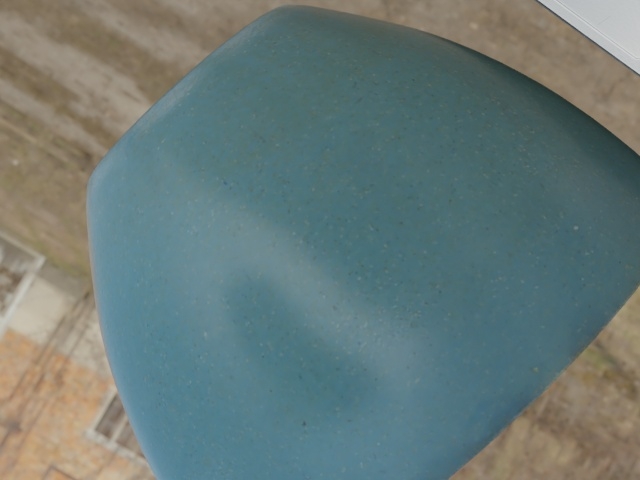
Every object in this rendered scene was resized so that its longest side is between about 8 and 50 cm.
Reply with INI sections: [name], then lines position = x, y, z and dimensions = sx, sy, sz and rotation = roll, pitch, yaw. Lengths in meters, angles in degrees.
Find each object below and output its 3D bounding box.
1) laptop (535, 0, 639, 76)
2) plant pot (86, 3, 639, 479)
[laptop]
position = 0.358, -0.177, 0.956
dimensions = 0.382, 0.236, 0.408
rotation = 30, 139, -26
[plant pot]
position = 0.000, 0.000, 0.634
dimensions = 0.195, 0.290, 0.290
rotation = 48, 168, -2
